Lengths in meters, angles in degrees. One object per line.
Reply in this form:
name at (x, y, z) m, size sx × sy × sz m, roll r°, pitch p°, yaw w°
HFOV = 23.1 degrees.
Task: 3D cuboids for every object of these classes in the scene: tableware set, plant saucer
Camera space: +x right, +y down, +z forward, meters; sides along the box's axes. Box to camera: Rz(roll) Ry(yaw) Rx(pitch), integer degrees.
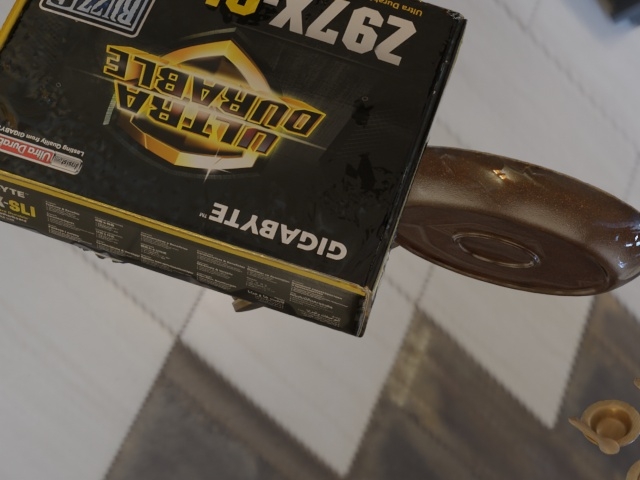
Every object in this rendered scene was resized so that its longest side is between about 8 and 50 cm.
tableware set at (0.318, 0.171, 1.422) m, size 0.169 × 0.141 × 0.020 m, roll -31°, pitch 137°, yaw -21°
plant saucer at (0.176, -0.009, 1.525) m, size 0.311 × 0.311 × 0.050 m, roll 27°, pitch 73°, yaw -32°

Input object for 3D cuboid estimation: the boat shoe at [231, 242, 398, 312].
boat shoe at (0.000, 0.000, 2.124) m, size 0.307 × 0.111 × 0.104 m, roll -24°, pitch 87°, yaw -23°

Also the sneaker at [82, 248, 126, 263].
sneaker at (-0.233, -0.102, 1.631) m, size 0.283 × 0.122 × 0.110 m, roll 64°, pitch 34°, yaw -20°

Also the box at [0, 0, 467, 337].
box at (-0.079, -0.098, 1.154) m, size 0.322 × 0.079 × 0.257 m, roll 18°, pitch 59°, yaw 5°
